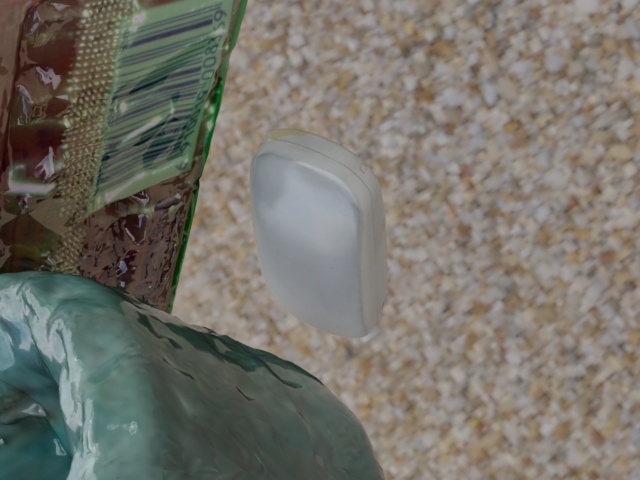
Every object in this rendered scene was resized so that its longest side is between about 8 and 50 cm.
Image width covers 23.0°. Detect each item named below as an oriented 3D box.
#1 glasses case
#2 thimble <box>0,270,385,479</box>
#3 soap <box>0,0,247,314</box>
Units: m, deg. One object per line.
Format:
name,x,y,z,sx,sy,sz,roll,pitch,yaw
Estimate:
glasses case,0.000,0.000,0.784,0.063,0.041,0.164,23,154,16
thimble,-0.086,0.119,0.572,0.198,0.143,0.235,-57,35,6
soap,-0.126,-0.033,0.690,0.098,0.218,0.273,43,133,30
